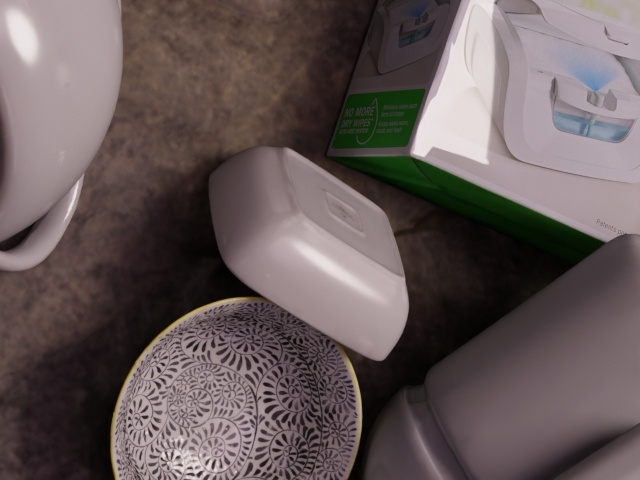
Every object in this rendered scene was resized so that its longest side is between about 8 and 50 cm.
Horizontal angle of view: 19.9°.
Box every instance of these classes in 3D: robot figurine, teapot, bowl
[{"bbox_3d":[0.172,0.134,1.186,0.353,0.300,0.200,-36,88,11],"label":"robot figurine"},{"bbox_3d":[-0.202,-0.124,1.030,0.252,0.256,0.187,47,43,-3],"label":"teapot"},{"bbox_3d":[0.000,0.000,1.174,0.142,0.142,0.053,34,112,-24],"label":"bowl"},{"bbox_3d":[-0.065,0.113,1.171,0.170,0.080,0.170,-4,100,-23],"label":"bowl"}]

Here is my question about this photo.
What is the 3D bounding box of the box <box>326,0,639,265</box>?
[{"bbox_3d":[0.169,-0.118,1.279,0.262,0.127,0.231,23,82,-26],"label":"box"}]
